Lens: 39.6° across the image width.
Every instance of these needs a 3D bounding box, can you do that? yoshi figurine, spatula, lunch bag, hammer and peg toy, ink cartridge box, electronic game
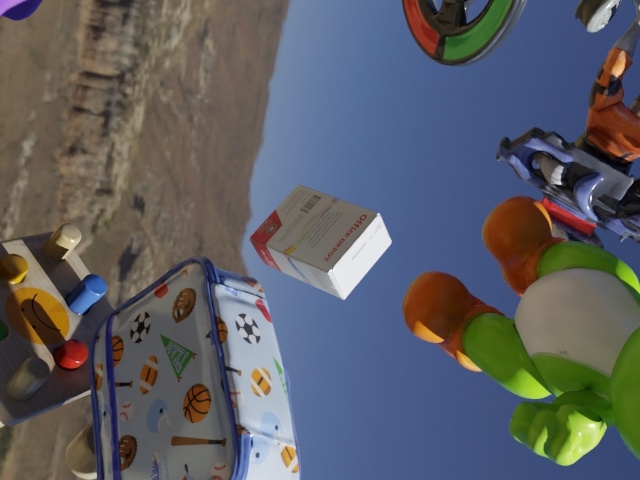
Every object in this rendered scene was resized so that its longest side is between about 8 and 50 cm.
[{"bbox_3d":[0.210,0.072,0.635,0.362,0.203,0.203,35,-58,54],"label":"yoshi figurine"},{"bbox_3d":[-0.565,-0.428,1.404,0.084,0.296,0.030,-47,-127,17],"label":"spatula"},{"bbox_3d":[-0.151,0.188,0.958,0.243,0.115,0.303,-31,-129,27],"label":"lunch bag"},{"bbox_3d":[-0.357,0.151,1.215,0.127,0.361,0.266,-43,167,30],"label":"hammer and peg toy"},{"bbox_3d":[0.000,0.000,1.369,0.127,0.175,0.072,-48,137,-21],"label":"ink cartridge box"},{"bbox_3d":[0.159,-0.310,0.991,0.229,0.048,0.229,11,-77,60],"label":"electronic game"}]

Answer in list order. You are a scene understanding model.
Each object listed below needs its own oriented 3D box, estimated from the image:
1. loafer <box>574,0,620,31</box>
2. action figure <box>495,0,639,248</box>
[{"bbox_3d":[0.381,-0.390,1.185,0.094,0.087,0.251,81,32,-70],"label":"loafer"},{"bbox_3d":[0.433,-0.099,1.198,0.330,0.341,0.178,-54,173,26],"label":"action figure"}]
